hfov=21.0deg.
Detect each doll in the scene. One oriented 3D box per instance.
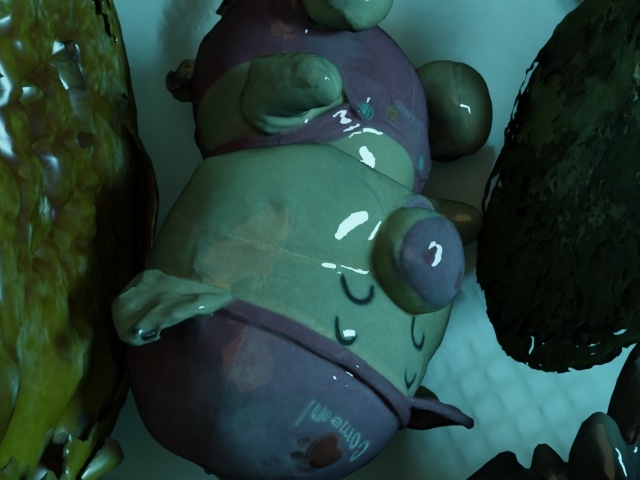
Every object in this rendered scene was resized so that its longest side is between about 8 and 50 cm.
[{"bbox_3d":[0.002,-0.001,0.831,0.196,0.152,0.256,21,62,-20],"label":"doll"}]

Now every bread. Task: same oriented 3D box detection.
[{"bbox_3d":[-0.204,-0.021,0.771,0.204,0.358,0.336,-8,72,12],"label":"bread"}]

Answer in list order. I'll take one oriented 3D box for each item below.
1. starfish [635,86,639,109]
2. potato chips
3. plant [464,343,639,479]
[{"bbox_3d":[0.343,-0.081,0.861,0.432,0.082,0.324,8,73,9],"label":"starfish"},{"bbox_3d":[0.140,-0.044,0.830,0.029,0.202,0.220,20,72,-25],"label":"potato chips"},{"bbox_3d":[0.132,0.175,0.755,0.321,0.181,0.194,-34,94,7],"label":"plant"}]
